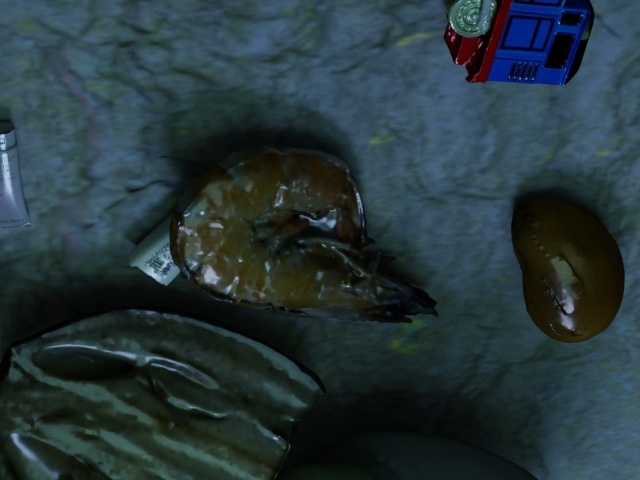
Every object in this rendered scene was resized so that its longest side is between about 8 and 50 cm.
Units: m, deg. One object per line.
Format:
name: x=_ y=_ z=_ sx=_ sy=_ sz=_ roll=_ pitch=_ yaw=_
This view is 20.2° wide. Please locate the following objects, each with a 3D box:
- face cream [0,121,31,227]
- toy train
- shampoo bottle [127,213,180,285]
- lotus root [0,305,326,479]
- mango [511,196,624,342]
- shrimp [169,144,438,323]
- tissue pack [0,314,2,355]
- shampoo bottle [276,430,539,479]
face cream: x=-0.278 y=-0.055 z=1.583 sx=0.038 sy=0.020 sz=0.115 roll=-5 pitch=132 yaw=-9
toy train: x=0.171 y=-0.232 z=1.501 sx=0.131 sy=0.083 sz=0.204 roll=3 pitch=129 yaw=-15
shampoo bottle: x=-0.114 y=-0.016 z=1.642 sx=0.049 sy=0.034 sz=0.141 roll=37 pitch=113 yaw=-27
lotus root: x=-0.167 y=0.166 z=1.724 sx=0.314 sy=0.142 sz=0.210 roll=17 pitch=87 yaw=-19
mango: x=0.241 y=0.029 z=1.727 sx=0.105 sy=0.084 sz=0.159 roll=-24 pitch=130 yaw=-1
shrimp: x=0.000 y=0.000 z=1.653 sx=0.316 sy=0.062 sz=0.164 roll=18 pitch=113 yaw=-36
tissue pack: x=-0.415 y=0.073 z=1.571 sx=0.234 sy=0.125 sz=0.159 roll=37 pitch=110 yaw=-27
shampoo bottle: x=0.090 y=0.351 z=1.799 sx=0.317 sy=0.322 sz=0.322 roll=0 pitch=129 yaw=-26
